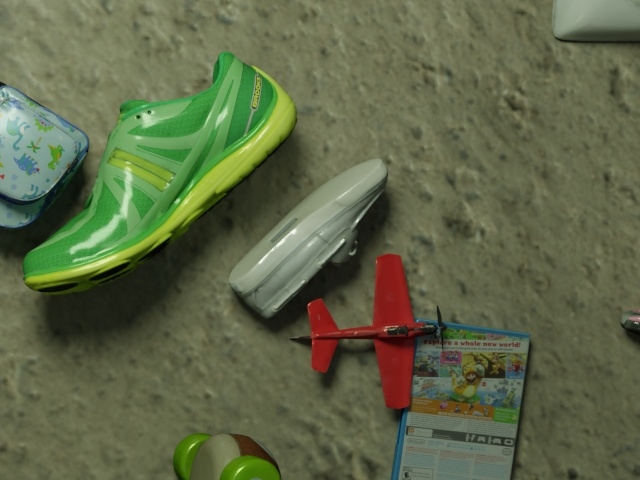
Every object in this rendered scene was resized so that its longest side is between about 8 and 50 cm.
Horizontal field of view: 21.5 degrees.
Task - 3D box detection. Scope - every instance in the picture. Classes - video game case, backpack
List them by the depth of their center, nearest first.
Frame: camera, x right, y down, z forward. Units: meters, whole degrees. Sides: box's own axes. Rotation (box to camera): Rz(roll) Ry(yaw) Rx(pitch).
[{"bbox_3d":[-0.273,-0.069,1.492,0.105,0.084,0.114,33,86,-10],"label":"backpack"},{"bbox_3d":[0.136,0.165,1.635,0.119,0.015,0.166,8,89,-14],"label":"video game case"}]

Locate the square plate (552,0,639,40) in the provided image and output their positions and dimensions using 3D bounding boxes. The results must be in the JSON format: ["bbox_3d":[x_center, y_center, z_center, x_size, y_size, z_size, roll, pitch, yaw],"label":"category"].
[{"bbox_3d":[0.407,-0.362,1.640,0.344,0.049,0.347,0,104,-12],"label":"square plate"}]

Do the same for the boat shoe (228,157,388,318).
[{"bbox_3d":[0.000,0.000,1.574,0.184,0.066,0.063,-43,110,-10],"label":"boat shoe"}]

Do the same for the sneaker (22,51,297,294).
[{"bbox_3d":[-0.159,-0.058,1.521,0.295,0.109,0.123,-41,90,-16],"label":"sneaker"}]

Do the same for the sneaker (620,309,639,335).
[{"bbox_3d":[0.349,0.107,1.677,0.119,0.047,0.057,20,98,-13],"label":"sneaker"}]

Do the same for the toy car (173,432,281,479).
[{"bbox_3d":[-0.029,0.256,1.532,0.188,0.155,0.149,9,89,-24],"label":"toy car"}]

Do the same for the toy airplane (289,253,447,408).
[{"bbox_3d":[0.047,0.085,1.596,0.151,0.028,0.151,0,87,-8],"label":"toy airplane"}]
